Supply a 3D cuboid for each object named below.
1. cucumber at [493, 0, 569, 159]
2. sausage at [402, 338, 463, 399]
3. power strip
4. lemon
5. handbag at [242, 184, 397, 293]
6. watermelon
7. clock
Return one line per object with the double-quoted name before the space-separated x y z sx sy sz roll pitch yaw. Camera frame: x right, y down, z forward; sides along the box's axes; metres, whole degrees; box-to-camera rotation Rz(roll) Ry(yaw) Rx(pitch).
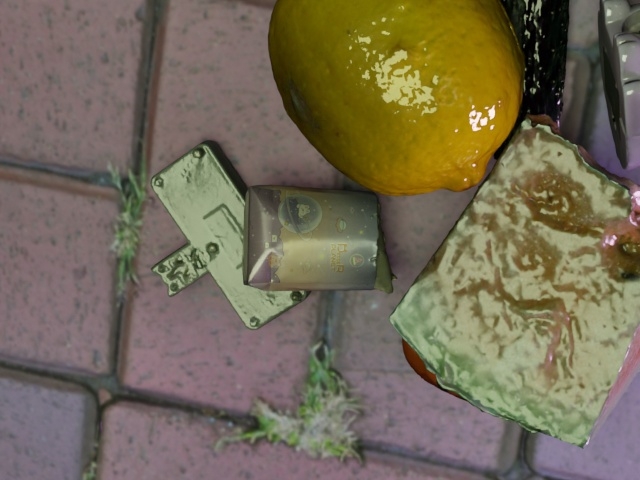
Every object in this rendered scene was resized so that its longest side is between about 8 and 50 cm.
"cucumber" 0.223 -0.185 1.701 0.078 0.062 0.211 5 103 13
"sausage" 0.174 0.138 1.773 0.179 0.089 0.089 21 106 -1
"power strip" -0.126 0.011 1.832 0.145 0.061 0.215 -34 92 17
"lemon" 0.079 -0.182 1.641 0.284 0.260 0.260 37 108 13
"handbag" 0.000 0.000 1.761 0.173 0.095 0.117 3 89 -6
"watermelon" 0.254 0.043 1.700 0.264 0.151 0.302 31 104 7
"clock" 0.415 -0.177 1.606 0.254 0.189 0.188 -11 99 9
